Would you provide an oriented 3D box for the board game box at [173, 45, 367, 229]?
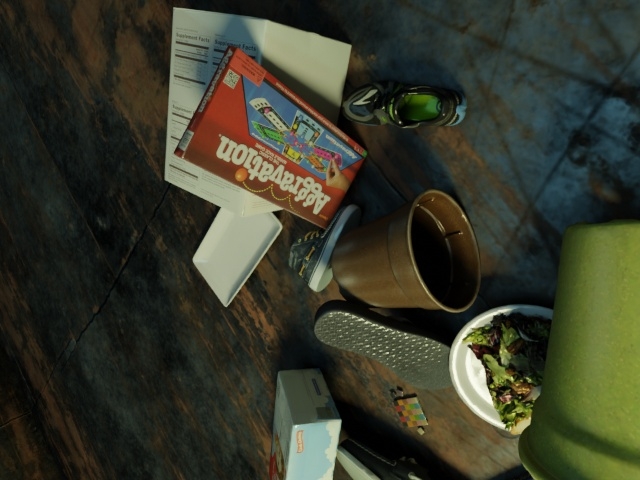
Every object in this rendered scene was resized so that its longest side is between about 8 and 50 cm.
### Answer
[{"bbox_3d":[-0.049,-0.123,0.610,0.027,0.281,0.145,33,96,42],"label":"board game box"}]

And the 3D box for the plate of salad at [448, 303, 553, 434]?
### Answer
[{"bbox_3d":[0.276,0.183,0.587,0.199,0.048,0.200,7,108,21],"label":"plate of salad"}]

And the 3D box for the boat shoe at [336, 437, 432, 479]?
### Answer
[{"bbox_3d":[0.160,0.428,0.735,0.302,0.091,0.114,32,149,25],"label":"boat shoe"}]

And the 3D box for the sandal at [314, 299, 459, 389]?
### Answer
[{"bbox_3d":[0.112,0.148,0.656,0.254,0.054,0.097,29,119,-14],"label":"sandal"}]

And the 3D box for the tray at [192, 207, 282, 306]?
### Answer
[{"bbox_3d":[-0.177,0.007,0.917,0.145,0.030,0.270,49,125,16],"label":"tray"}]

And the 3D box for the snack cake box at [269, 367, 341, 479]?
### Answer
[{"bbox_3d":[-0.037,0.400,0.827,0.152,0.089,0.265,-129,43,-64],"label":"snack cake box"}]

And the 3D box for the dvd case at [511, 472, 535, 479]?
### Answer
[{"bbox_3d":[0.376,0.393,0.598,0.179,0.029,0.239,50,126,16],"label":"dvd case"}]

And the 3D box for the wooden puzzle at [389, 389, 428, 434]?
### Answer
[{"bbox_3d":[0.156,0.297,0.754,0.049,0.006,0.083,-27,85,38],"label":"wooden puzzle"}]

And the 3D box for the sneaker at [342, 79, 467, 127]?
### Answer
[{"bbox_3d":[0.110,-0.196,0.620,0.188,0.078,0.067,15,110,34],"label":"sneaker"}]

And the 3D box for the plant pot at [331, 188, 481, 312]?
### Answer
[{"bbox_3d":[0.116,0.029,0.631,0.165,0.167,0.167,-18,90,47],"label":"plant pot"}]

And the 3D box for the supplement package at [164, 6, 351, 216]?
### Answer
[{"bbox_3d":[-0.105,-0.204,0.702,0.198,0.199,0.263,24,115,31],"label":"supplement package"}]

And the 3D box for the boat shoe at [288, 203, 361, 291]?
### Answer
[{"bbox_3d":[0.000,0.000,0.759,0.083,0.065,0.183,39,122,22],"label":"boat shoe"}]

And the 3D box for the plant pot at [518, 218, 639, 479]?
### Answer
[{"bbox_3d":[0.344,0.106,0.429,0.276,0.276,0.254,-2,88,37],"label":"plant pot"}]
